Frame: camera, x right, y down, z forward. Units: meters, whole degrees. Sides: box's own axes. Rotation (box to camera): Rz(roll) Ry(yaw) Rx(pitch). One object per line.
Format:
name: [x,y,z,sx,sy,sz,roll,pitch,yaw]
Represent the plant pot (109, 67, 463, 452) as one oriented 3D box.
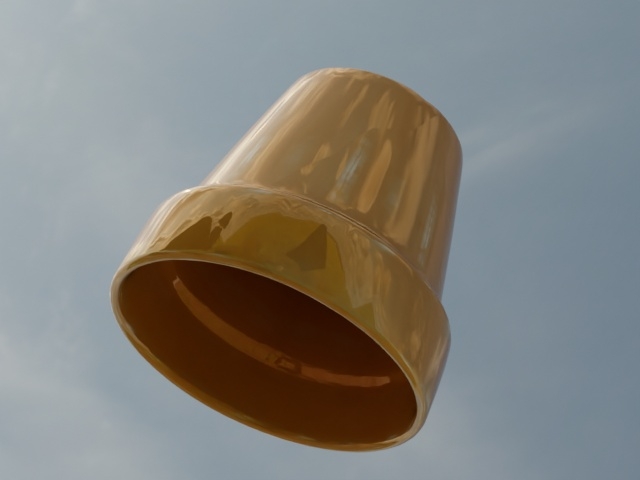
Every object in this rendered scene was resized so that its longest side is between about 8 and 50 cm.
plant pot: [0.000,0.000,0.894,0.205,0.188,0.205,18,-32,12]
